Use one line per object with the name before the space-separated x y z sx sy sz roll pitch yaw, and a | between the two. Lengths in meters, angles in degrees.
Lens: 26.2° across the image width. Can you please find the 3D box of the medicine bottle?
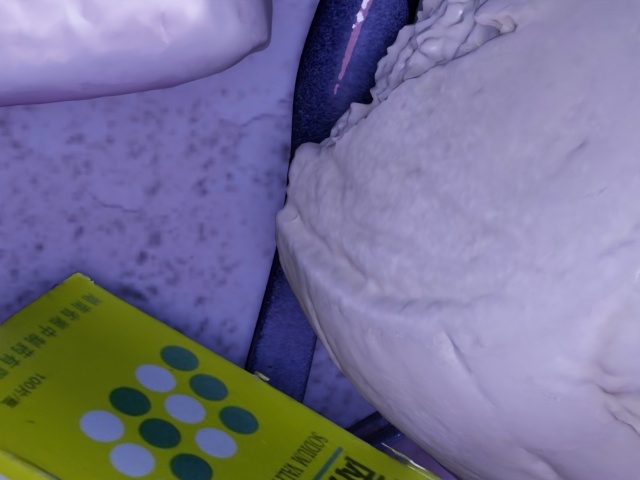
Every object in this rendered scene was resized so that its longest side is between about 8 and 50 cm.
medicine bottle | -0.067 0.147 0.629 0.250 0.137 0.141 28 116 11

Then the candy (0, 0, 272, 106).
candy | -0.151 -0.226 0.525 0.208 0.145 0.359 -12 111 -1

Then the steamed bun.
steamed bun | 0.134 0.029 0.602 0.290 0.273 0.272 33 110 -22

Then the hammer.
hammer | 0.000 0.000 0.687 0.137 0.037 0.290 12 110 -10
